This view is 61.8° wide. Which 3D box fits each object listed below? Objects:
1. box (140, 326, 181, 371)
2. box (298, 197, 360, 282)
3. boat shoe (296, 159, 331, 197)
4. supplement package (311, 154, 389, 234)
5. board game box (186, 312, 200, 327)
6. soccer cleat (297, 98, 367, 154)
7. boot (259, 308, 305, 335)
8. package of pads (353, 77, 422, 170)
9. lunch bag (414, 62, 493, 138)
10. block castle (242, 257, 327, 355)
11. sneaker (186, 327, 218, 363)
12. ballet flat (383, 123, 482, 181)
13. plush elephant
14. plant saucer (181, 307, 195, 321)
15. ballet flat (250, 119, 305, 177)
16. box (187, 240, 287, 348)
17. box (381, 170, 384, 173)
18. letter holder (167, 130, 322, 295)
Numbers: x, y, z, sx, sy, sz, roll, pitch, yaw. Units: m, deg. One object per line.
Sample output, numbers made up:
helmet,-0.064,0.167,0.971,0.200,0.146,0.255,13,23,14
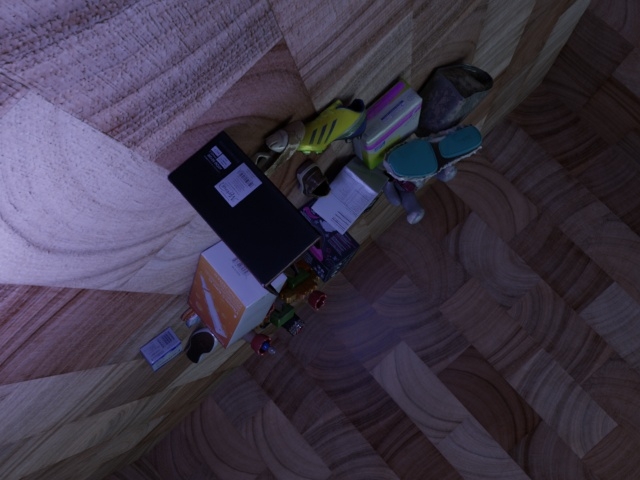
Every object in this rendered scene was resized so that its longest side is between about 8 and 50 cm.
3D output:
box,-0.563,0.389,1.903,0.126,0.072,0.137,-37,168,-24
box,0.000,0.000,1.953,0.142,0.247,0.163,-36,167,-26
boat shoe,-0.013,-0.167,1.685,0.095,0.095,0.257,-43,169,3
supplement package,0.107,-0.167,1.877,0.203,0.149,0.194,-49,180,28
board game box,-0.458,0.282,2.002,0.090,0.020,0.090,-36,166,-30
soccer cleat,0.015,-0.301,1.385,0.289,0.093,0.121,-27,131,-41
boot,-0.185,0.390,2.505,0.085,0.179,0.236,-26,159,-52
package of pads,0.212,-0.367,1.714,0.229,0.101,0.296,-41,169,-1
lunch bag,0.468,-0.501,1.927,0.287,0.169,0.235,-26,162,-42
block castle,-0.133,0.247,2.247,0.453,0.212,0.303,-33,143,-42
sneaker,-0.479,0.413,2.251,0.123,0.106,0.290,-46,-179,-41
ballet flat,0.374,-0.290,1.838,0.408,0.147,0.147,-19,160,-22
plush elephant,0.302,-0.280,2.013,0.272,0.330,0.255,-48,145,17
plant saucer,-0.462,0.257,1.910,0.083,0.013,0.083,-41,169,-9
ballet flat,-0.118,-0.205,1.271,0.206,0.073,0.067,-50,153,15
box,-0.274,0.160,1.694,0.168,0.215,0.345,-35,166,-34
box,0.171,-0.189,2.281,0.307,0.076,0.242,-29,162,-49
letter holder,-0.148,-0.044,1.147,0.152,0.302,0.214,-42,169,-7
